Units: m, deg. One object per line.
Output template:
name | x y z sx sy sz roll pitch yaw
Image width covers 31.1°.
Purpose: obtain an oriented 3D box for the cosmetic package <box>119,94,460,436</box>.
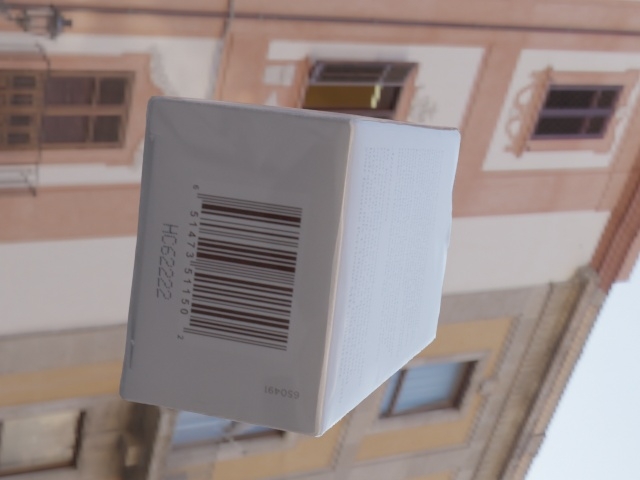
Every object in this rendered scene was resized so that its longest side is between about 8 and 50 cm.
cosmetic package | 0.000 0.000 1.011 0.161 0.453 0.230 8 -84 16
